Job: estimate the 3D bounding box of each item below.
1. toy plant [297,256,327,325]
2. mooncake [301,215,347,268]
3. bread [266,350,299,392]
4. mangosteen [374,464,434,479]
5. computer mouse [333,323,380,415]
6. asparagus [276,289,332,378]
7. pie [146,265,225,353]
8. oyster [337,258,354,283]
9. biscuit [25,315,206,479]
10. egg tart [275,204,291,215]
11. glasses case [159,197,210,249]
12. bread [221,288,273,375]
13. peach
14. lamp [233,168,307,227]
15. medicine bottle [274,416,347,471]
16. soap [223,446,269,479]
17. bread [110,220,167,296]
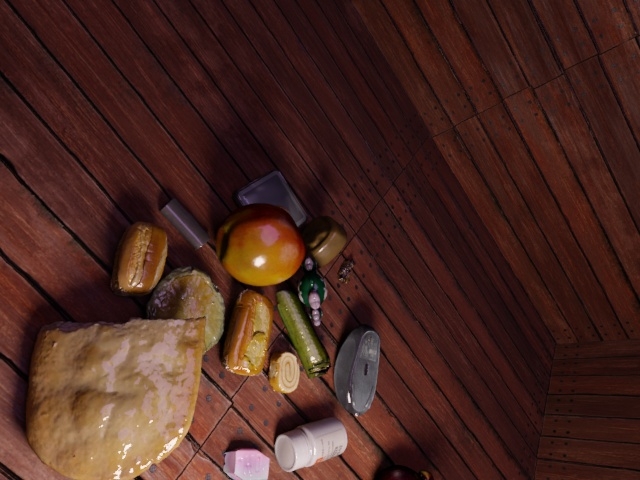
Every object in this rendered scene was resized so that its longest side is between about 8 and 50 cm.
[{"bbox_3d":[-0.031,0.194,1.664,0.243,0.113,0.232,84,-5,-46],"label":"toy plant"},{"bbox_3d":[0.000,0.000,1.782,0.117,0.235,0.234,41,52,-27],"label":"mooncake"},{"bbox_3d":[-0.136,0.493,1.598,0.122,0.073,0.149,20,65,-43],"label":"bread"},{"bbox_3d":[0.347,1.058,1.698,0.297,0.293,0.296,28,53,-44],"label":"mangosteen"},{"bbox_3d":[0.157,0.545,1.821,0.203,0.114,0.373,28,66,-37],"label":"computer mouse"},{"bbox_3d":[-0.071,0.359,1.676,0.381,0.108,0.128,65,25,-2],"label":"asparagus"},{"bbox_3d":[-0.433,0.240,1.389,0.307,0.071,0.306,15,69,-44],"label":"pie"},{"bbox_3d":[0.119,0.139,1.981,0.086,0.029,0.132,20,65,-37],"label":"oyster"},{"bbox_3d":[-0.547,0.400,1.139,0.430,0.104,0.445,11,66,-21],"label":"biscuit"},{"bbox_3d":[-0.168,-0.076,1.705,0.131,0.052,0.130,15,67,-40],"label":"egg tart"},{"bbox_3d":[-0.471,-0.058,1.492,0.190,0.042,0.072,51,40,-18],"label":"glasses case"},{"bbox_3d":[-0.258,0.328,1.505,0.153,0.119,0.287,26,60,-31],"label":"bread"},{"bbox_3d":[-0.205,0.018,1.532,0.333,0.308,0.307,13,67,-32],"label":"peach"},{"bbox_3d":[-0.200,-0.136,1.765,0.269,0.047,0.266,-41,105,-43],"label":"lamp"},{"bbox_3d":[-0.032,0.740,1.557,0.252,0.145,0.144,8,71,-43],"label":"medicine bottle"},{"bbox_3d":[-0.246,0.743,1.417,0.149,0.056,0.100,23,59,-36],"label":"soap"},{"bbox_3d":[-0.558,0.058,1.324,0.140,0.106,0.236,22,62,-39],"label":"bread"}]
